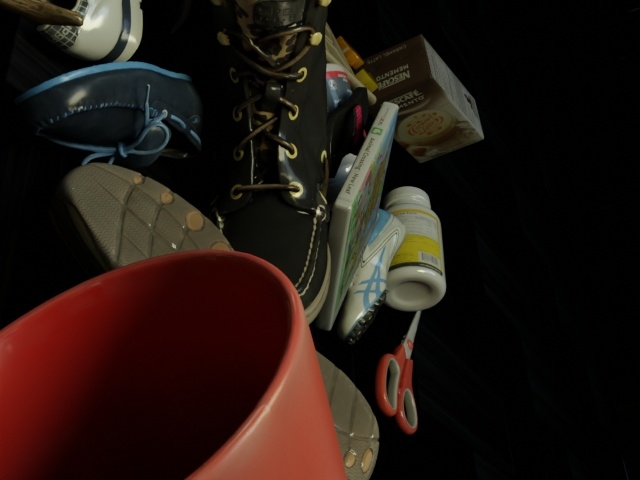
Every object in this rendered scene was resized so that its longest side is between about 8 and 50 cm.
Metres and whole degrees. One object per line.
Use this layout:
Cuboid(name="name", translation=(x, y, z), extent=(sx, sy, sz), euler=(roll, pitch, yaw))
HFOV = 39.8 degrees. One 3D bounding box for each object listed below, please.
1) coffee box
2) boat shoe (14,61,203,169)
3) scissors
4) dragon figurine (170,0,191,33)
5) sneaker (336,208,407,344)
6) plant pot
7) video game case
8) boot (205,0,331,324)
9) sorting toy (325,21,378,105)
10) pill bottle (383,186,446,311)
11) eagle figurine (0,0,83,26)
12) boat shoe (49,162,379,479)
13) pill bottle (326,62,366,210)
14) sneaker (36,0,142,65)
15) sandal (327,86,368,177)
Cuboid(name="coffee box", translation=(0.181, -0.249, 1.605), extent=(0.246, 0.141, 0.098), euler=(32, 44, -52))
Cuboid(name="boat shoe", translation=(-0.167, -0.109, 0.809), extent=(0.258, 0.109, 0.089), euler=(-21, 94, -64))
Cuboid(name="scissors", translation=(0.123, 0.157, 1.305), extent=(0.109, 0.021, 0.297), euler=(54, 30, -28))
Cuboid(name="dragon figurine", translation=(-0.210, -0.367, 0.941), extent=(0.085, 0.144, 0.289), euler=(-52, 138, -64))
Cuboid(name="sneaker", translation=(0.055, 0.045, 1.203), extent=(0.086, 0.085, 0.237), euler=(24, 44, -2))
Cuboid(name="plant pot", translation=(-0.097, 0.180, 0.570), extent=(0.275, 0.275, 0.243), euler=(-70, 144, -55))
Cuboid(name="video game case", translation=(0.044, -0.027, 1.053), extent=(0.212, 0.023, 0.193), euler=(97, 13, -46))
Cuboid(name="boot", translation=(-0.051, -0.121, 0.874), extent=(0.377, 0.138, 0.284), euler=(-85, 177, -51))
Cuboid(name="sorting toy", translation=(0.001, -0.294, 1.332), extent=(0.307, 0.041, 0.229), euler=(31, 26, -55))
Cuboid(name="pill bottle", translation=(0.135, 0.009, 1.348), extent=(0.103, 0.103, 0.184), euler=(48, 32, -40))
Cuboid(name="eagle figurine", translation=(-0.273, -0.301, 0.640), extent=(0.226, 0.225, 0.298), euler=(35, 50, -42))
Cuboid(name="boat shoe", translation=(-0.110, 0.093, 0.740), extent=(0.355, 0.130, 0.132), euler=(49, 29, 3))
Cuboid(name="pill bottle", translation=(0.008, -0.136, 1.192), extent=(0.108, 0.108, 0.180), euler=(-6, 77, -65))
Cuboid(name="sneaker", translation=(-0.231, -0.280, 0.839), extent=(0.095, 0.090, 0.235), euler=(13, 58, -51))
Cuboid(name="sandal", translation=(0.042, -0.138, 1.089), extent=(0.179, 0.040, 0.067), euler=(-60, 154, -49))
